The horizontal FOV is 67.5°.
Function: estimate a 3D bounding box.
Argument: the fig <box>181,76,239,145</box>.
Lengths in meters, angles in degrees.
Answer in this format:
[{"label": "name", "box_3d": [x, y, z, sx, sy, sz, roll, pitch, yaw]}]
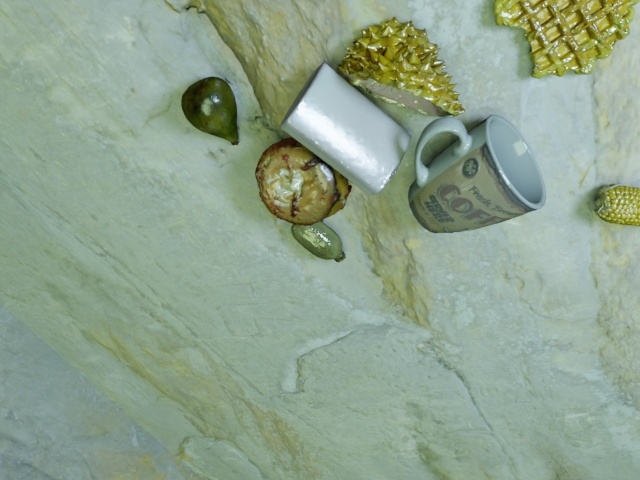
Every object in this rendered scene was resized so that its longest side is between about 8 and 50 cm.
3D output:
[{"label": "fig", "box_3d": [-0.254, -0.302, 1.174, 0.133, 0.126, 0.184, -22, 114, 13]}]

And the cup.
[{"label": "cup", "box_3d": [0.308, -0.141, 1.073, 0.301, 0.227, 0.257, 34, 135, -28]}]

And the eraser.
[{"label": "eraser", "box_3d": [0.062, -0.247, 1.087, 0.270, 0.174, 0.095, 35, 164, -20]}]

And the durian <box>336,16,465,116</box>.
[{"label": "durian", "box_3d": [0.185, -0.333, 0.995, 0.305, 0.195, 0.185, 29, 121, -4]}]

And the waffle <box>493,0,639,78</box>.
[{"label": "waffle", "box_3d": [0.468, -0.449, 0.918, 0.291, 0.051, 0.291, 7, 128, 9]}]

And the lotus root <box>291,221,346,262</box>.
[{"label": "lotus root", "box_3d": [0.000, 0.000, 1.356, 0.183, 0.077, 0.090, 40, 126, -13]}]

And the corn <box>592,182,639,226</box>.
[{"label": "corn", "box_3d": [0.766, -0.074, 1.093, 0.260, 0.091, 0.091, 6, 162, 10]}]

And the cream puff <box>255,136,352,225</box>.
[{"label": "cream puff", "box_3d": [-0.040, -0.153, 1.204, 0.240, 0.164, 0.240, 10, 117, 21]}]
